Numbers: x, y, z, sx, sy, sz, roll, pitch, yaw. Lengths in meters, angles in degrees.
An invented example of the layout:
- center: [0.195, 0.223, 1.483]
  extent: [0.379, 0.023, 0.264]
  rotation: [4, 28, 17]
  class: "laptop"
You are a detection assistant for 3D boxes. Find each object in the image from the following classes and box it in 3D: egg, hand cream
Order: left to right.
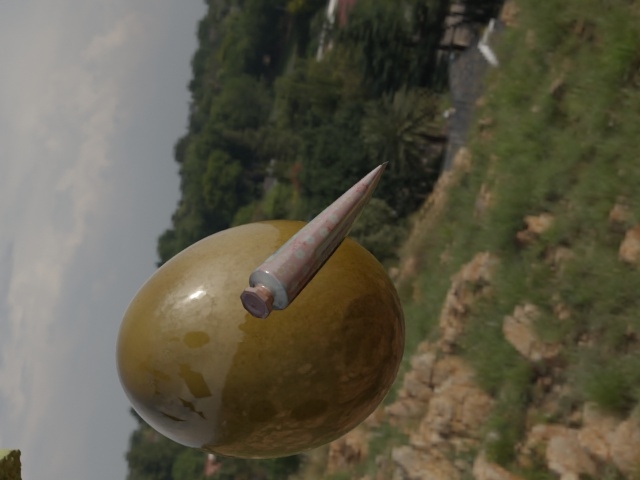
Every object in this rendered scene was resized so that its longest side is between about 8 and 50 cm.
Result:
- center: [-0.060, 0.104, 1.051]
  extent: [0.250, 0.323, 0.250]
  rotation: [11, 104, 53]
  class: "egg"
- center: [0.000, 0.000, 0.919]
  extent: [0.210, 0.043, 0.067]
  rotation: [-45, -16, -39]
  class: "hand cream"

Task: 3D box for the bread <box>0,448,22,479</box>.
- center: [-0.203, 0.257, 0.712]
  extent: [0.049, 0.088, 0.226]
  rotation: [-26, -74, -58]
  class: "bread"
